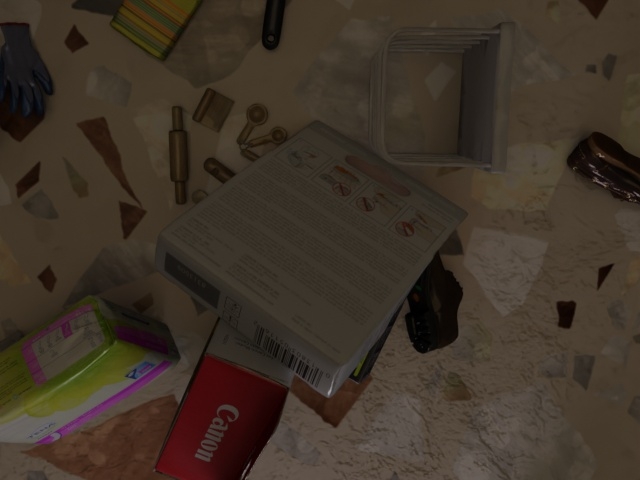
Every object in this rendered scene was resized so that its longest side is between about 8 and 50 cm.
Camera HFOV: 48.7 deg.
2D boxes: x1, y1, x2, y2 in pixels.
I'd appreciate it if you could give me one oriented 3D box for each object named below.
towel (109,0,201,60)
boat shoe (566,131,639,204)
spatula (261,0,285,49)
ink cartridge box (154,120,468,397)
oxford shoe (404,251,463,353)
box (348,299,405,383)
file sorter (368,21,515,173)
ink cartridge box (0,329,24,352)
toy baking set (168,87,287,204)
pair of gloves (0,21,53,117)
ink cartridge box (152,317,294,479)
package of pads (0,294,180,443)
[{"bbox_3d":[-0.232,-0.414,1.138,0.102,0.021,0.237,34,97,-12],"label":"towel"},{"bbox_3d":[0.512,-0.103,1.183,0.207,0.073,0.073,33,135,-3],"label":"boat shoe"},{"bbox_3d":[-0.060,-0.454,1.124,0.084,0.030,0.297,9,97,-5],"label":"spatula"},{"bbox_3d":[0.000,0.000,1.048,0.308,0.385,0.091,34,137,15],"label":"ink cartridge box"},{"bbox_3d":[0.192,0.070,1.207,0.096,0.082,0.227,-9,96,-26],"label":"oxford shoe"},{"bbox_3d":[0.034,0.064,1.166,0.216,0.060,0.270,26,99,16],"label":"box"},{"bbox_3d":[0.165,-0.206,1.049,0.172,0.278,0.193,1,100,1],"label":"file sorter"},{"bbox_3d":[-0.566,0.222,1.198,0.135,0.099,0.056,-33,99,5],"label":"ink cartridge box"},{"bbox_3d":[-0.156,-0.122,1.181,0.196,0.030,0.257,4,100,-2],"label":"toy baking set"},{"bbox_3d":[-0.514,-0.268,1.093,0.023,0.198,0.160,-12,91,42],"label":"pair of gloves"},{"bbox_3d":[-0.138,0.237,1.065,0.130,0.272,0.310,24,127,-5],"label":"ink cartridge box"},{"bbox_3d":[-0.405,0.217,1.131,0.296,0.229,0.101,-33,67,4],"label":"package of pads"}]
